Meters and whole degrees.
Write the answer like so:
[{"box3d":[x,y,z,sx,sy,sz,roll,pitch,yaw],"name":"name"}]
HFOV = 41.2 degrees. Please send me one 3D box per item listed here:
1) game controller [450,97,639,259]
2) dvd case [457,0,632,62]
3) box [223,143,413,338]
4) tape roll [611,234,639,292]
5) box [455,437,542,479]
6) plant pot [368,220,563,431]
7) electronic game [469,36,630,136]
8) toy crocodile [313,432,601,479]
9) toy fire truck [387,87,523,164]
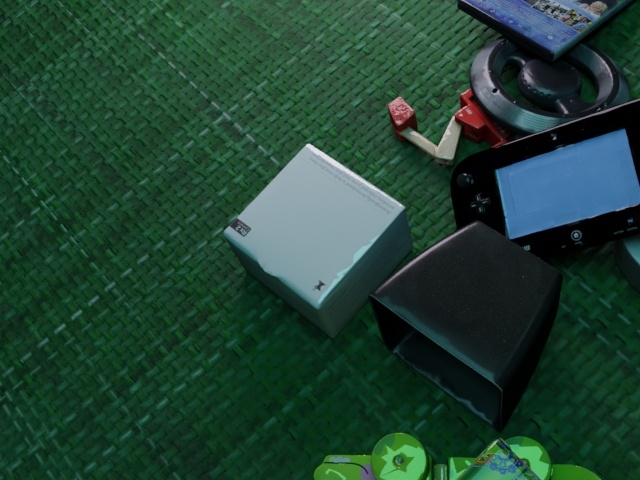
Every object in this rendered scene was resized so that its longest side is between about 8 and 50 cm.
[{"box3d":[0.320,-0.068,1.097,0.319,0.067,0.166,-18,62,31],"name":"game controller"},{"box3d":[0.357,-0.377,1.301,0.253,0.022,0.180,-37,60,-24],"name":"dvd case"},{"box3d":[0.000,0.000,1.164,0.181,0.119,0.182,36,76,25],"name":"box"},{"box3d":[0.491,-0.014,1.092,0.219,0.072,0.219,-5,63,9],"name":"tape roll"},{"box3d":[0.169,0.394,0.785,0.279,0.177,0.290,-42,70,-10],"name":"box"},{"box3d":[0.190,0.091,1.038,0.188,0.187,0.167,34,74,25],"name":"plant pot"},{"box3d":[0.330,-0.226,1.229,0.229,0.048,0.229,1,51,-1],"name":"electronic game"},{"box3d":[0.162,0.288,0.984,0.340,0.115,0.105,-1,64,12],"name":"toy crocodile"},{"box3d":[0.200,-0.154,1.240,0.135,0.047,0.192,-32,62,-5],"name":"toy fire truck"}]
